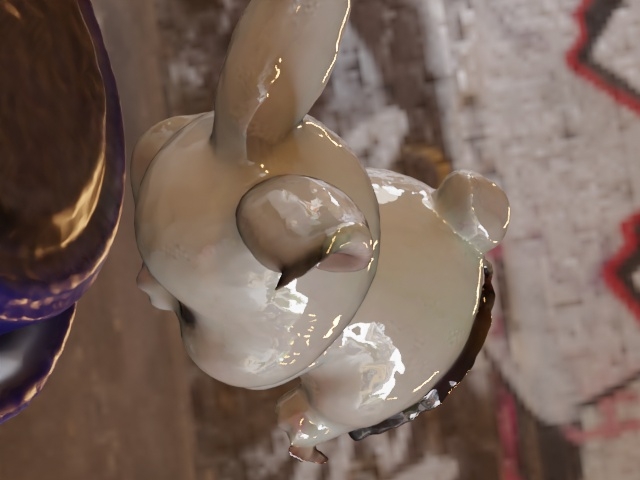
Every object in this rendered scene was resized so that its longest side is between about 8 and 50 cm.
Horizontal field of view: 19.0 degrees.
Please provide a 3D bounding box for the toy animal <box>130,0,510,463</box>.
[{"bbox_3d":[-0.006,0.002,0.441,0.124,0.085,0.071,32,45,-56],"label":"toy animal"}]

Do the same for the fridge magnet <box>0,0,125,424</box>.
[{"bbox_3d":[-0.162,-0.056,0.685,0.265,0.113,0.265,46,34,-45],"label":"fridge magnet"}]
